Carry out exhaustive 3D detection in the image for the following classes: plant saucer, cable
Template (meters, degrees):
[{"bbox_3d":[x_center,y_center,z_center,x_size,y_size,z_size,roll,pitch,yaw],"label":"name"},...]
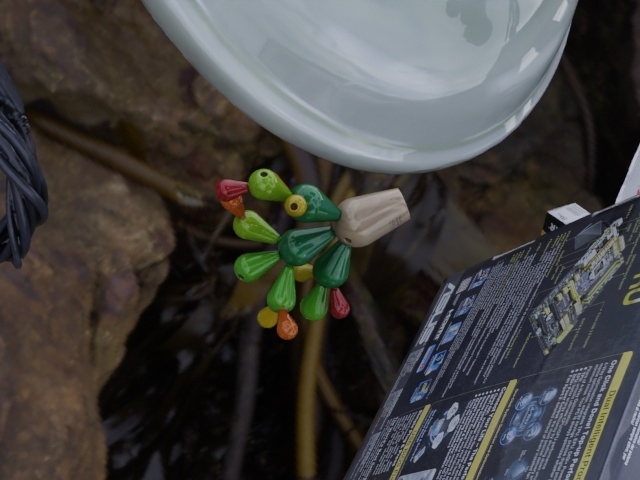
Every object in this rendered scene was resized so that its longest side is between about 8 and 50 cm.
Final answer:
[{"bbox_3d":[0.049,-0.241,0.657,0.400,0.100,0.400,8,77,-40],"label":"plant saucer"},{"bbox_3d":[-0.247,-0.058,0.749,0.184,0.150,0.047,63,27,-10],"label":"cable"}]

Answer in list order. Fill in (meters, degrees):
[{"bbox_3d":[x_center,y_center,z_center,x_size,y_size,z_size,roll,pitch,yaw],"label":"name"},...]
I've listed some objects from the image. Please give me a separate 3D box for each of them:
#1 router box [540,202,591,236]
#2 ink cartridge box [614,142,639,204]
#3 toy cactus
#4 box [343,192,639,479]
[{"bbox_3d":[0.288,0.063,1.172,0.046,0.133,0.179,-16,39,-32],"label":"router box"},{"bbox_3d":[0.518,-0.054,1.345,0.131,0.306,0.226,46,61,-35],"label":"ink cartridge box"},{"bbox_3d":[0.000,0.000,1.142,0.112,0.180,0.219,-113,180,-54],"label":"toy cactus"},{"bbox_3d":[0.123,0.155,0.775,0.097,0.318,0.395,38,58,-11],"label":"box"}]
